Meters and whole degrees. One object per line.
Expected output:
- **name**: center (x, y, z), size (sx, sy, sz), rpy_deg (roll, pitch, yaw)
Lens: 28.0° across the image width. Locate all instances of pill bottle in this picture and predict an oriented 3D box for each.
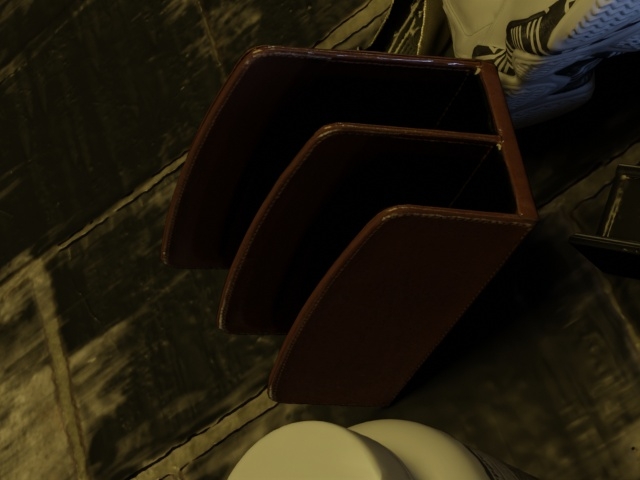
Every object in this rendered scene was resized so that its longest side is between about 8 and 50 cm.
- **pill bottle**: center (0.074, 0.223, 0.878), size (0.176, 0.318, 0.176), rpy_deg (-17, 60, 31)

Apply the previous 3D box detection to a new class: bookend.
- **bookend**: center (0.300, -0.044, 1.005), size (0.156, 0.072, 0.157), rpy_deg (12, 76, 41)

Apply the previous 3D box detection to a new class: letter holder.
- **letter holder**: center (0.000, 0.000, 1.026), size (0.302, 0.214, 0.152), rpy_deg (120, 146, -51)

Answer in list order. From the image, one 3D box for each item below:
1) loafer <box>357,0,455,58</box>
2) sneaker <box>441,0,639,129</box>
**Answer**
- **loafer**: center (0.055, -0.147, 1.232), size (0.094, 0.087, 0.251), rpy_deg (20, 81, 42)
- **sneaker**: center (0.176, -0.226, 1.008), size (0.137, 0.366, 0.210), rpy_deg (-13, 81, -15)
